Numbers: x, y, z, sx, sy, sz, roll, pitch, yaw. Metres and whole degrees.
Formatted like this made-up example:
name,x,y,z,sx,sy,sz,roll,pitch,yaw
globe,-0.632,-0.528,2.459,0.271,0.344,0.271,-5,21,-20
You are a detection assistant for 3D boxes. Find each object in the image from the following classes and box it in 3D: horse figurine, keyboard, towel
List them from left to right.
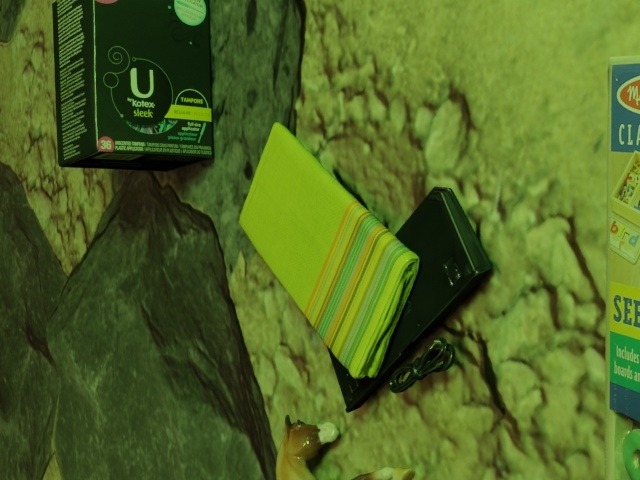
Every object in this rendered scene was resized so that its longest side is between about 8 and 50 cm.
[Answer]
name,x,y,z,sx,sy,sz,roll,pitch,yaw
towel,0.000,0.000,0.828,0.237,0.021,0.102,49,123,50
horse figurine,0.018,0.263,0.783,0.174,0.066,0.264,-10,80,48
keyboard,0.061,0.057,0.757,0.180,0.023,0.108,-54,43,41

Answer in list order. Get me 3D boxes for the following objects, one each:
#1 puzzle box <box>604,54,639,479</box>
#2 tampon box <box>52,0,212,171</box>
name,x,y,z,sx,sy,sz,roll,pitch,yaw
puzzle box,0.246,0.061,0.375,0.409,0.052,0.272,-164,71,-66
tampon box,-0.177,-0.152,1.004,0.101,0.120,0.161,-8,84,55
